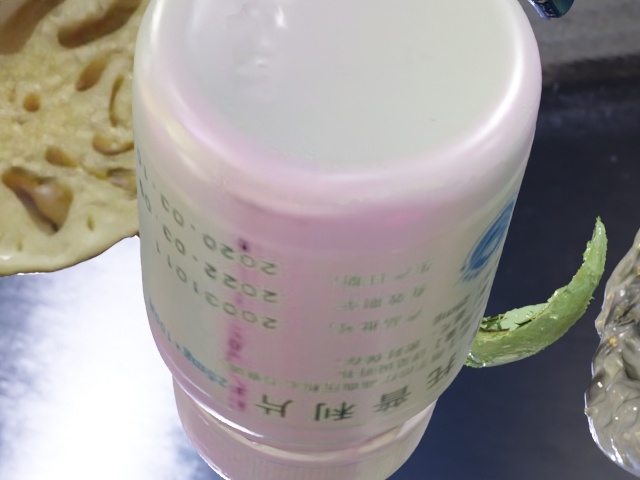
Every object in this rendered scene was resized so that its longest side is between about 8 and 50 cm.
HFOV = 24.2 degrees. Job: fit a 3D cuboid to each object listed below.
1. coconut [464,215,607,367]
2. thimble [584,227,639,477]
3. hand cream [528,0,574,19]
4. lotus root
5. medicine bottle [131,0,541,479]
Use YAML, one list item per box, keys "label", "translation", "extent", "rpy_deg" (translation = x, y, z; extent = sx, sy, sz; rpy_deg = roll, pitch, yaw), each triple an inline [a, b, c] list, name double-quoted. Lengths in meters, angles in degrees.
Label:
- label: "coconut"
  translation: [0.166, 0.057, 1.175]
  extent: [0.055, 0.133, 0.158]
  rpy_deg: [48, 133, 0]
- label: "thimble"
  translation: [0.256, 0.044, 0.783]
  extent: [0.157, 0.217, 0.245]
  rpy_deg: [25, 145, -6]
- label: "hand cream"
  translation: [0.221, -0.347, 1.651]
  extent: [0.061, 0.120, 0.270]
  rpy_deg: [-1, 157, 27]
- label: "lotus root"
  translation: [-0.245, -0.129, 1.298]
  extent: [0.316, 0.316, 0.250]
  rpy_deg: [27, 176, -21]
- label: "medicine bottle"
  translation: [0.000, 0.000, 0.624]
  extent: [0.152, 0.152, 0.254]
  rpy_deg: [15, 145, 8]
